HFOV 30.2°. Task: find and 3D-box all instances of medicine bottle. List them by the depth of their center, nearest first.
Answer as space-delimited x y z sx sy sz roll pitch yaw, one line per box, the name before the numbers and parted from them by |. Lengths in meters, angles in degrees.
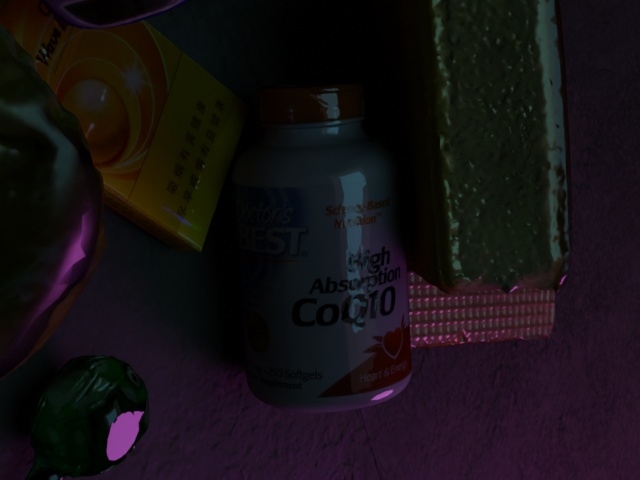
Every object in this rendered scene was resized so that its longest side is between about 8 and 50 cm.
medicine bottle | 0.000 0.000 1.087 0.157 0.157 0.289 -16 107 -47

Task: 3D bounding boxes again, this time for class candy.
candy | -0.243 0.227 0.908 0.323 0.097 0.097 -56 130 -20

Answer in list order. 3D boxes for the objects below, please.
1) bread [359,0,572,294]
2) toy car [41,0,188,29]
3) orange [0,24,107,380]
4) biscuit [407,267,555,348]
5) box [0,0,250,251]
bread | 0.132 -0.131 1.133 0.143 0.323 0.333 -7 99 -5
toy car | -0.152 -0.270 0.887 0.235 0.172 0.158 -89 160 -43
orange | -0.299 -0.059 0.709 0.270 0.210 0.369 -34 122 2
biscuit | 0.157 0.075 1.352 0.378 0.054 0.094 0 92 -48
box | -0.174 -0.114 0.981 0.269 0.043 0.152 38 60 -42
